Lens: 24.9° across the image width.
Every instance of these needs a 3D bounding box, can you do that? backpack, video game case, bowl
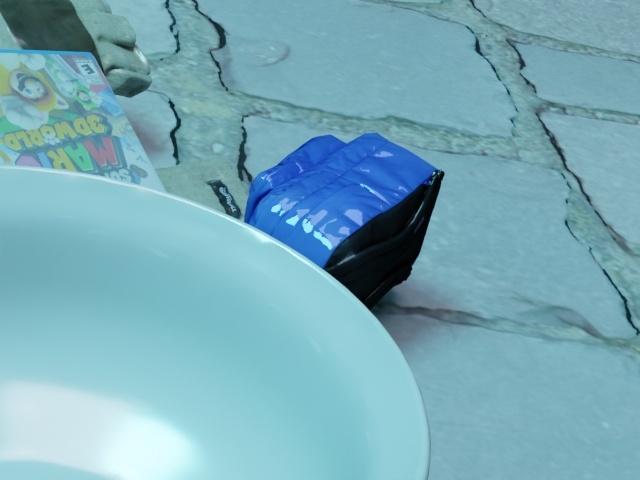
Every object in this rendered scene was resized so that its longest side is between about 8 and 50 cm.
[{"bbox_3d":[0.000,0.000,0.867,0.101,0.098,0.120,27,43,22],"label":"backpack"},{"bbox_3d":[-0.147,-0.043,0.828,0.119,0.015,0.166,-5,57,-46],"label":"video game case"},{"bbox_3d":[-0.112,0.099,0.606,0.298,0.134,0.298,12,30,-7],"label":"bowl"}]

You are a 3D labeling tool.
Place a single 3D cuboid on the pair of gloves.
[{"bbox_3d":[-0.160,-0.065,0.887,0.204,0.042,0.240,-17,66,-50],"label":"pair of gloves"}]
